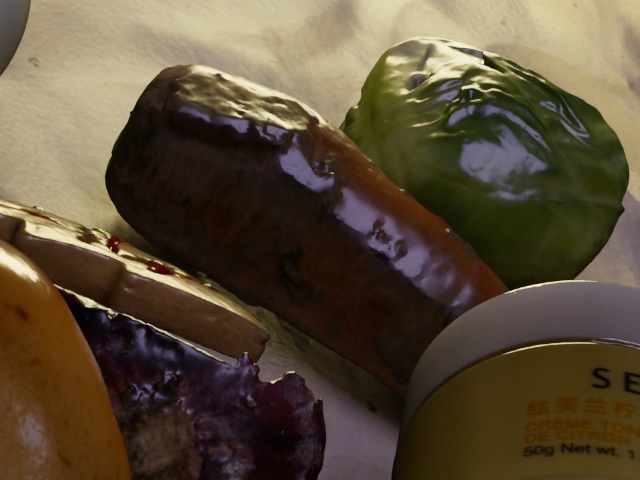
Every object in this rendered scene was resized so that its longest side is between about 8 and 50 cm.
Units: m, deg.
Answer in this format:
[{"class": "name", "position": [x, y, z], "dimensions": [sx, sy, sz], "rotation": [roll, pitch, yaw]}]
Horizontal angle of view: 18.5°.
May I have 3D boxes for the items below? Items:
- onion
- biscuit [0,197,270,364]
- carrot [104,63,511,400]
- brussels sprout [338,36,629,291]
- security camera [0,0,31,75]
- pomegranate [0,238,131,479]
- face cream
[{"class": "onion", "position": [-0.101, 0.109, 1.048], "dimensions": [0.195, 0.140, 0.218], "rotation": [15, -6, -9]}, {"class": "biscuit", "position": [-0.131, 0.012, 1.107], "dimensions": [0.238, 0.041, 0.212], "rotation": [20, -3, 22]}, {"class": "carrot", "position": [0.000, 0.000, 1.283], "dimensions": [0.302, 0.139, 0.139], "rotation": [38, 31, -7]}, {"class": "brussels sprout", "position": [0.109, -0.045, 1.407], "dimensions": [0.223, 0.161, 0.223], "rotation": [10, 30, -6]}, {"class": "security camera", "position": [-0.286, -0.156, 1.171], "dimensions": [0.236, 0.195, 0.195], "rotation": [10, 39, -31]}, {"class": "pomegranate", "position": [-0.207, 0.104, 0.830], "dimensions": [0.264, 0.264, 0.264], "rotation": [23, 33, -16]}, {"class": "face cream", "position": [0.146, 0.161, 1.103], "dimensions": [0.218, 0.218, 0.179], "rotation": [27, 33, -10]}]
